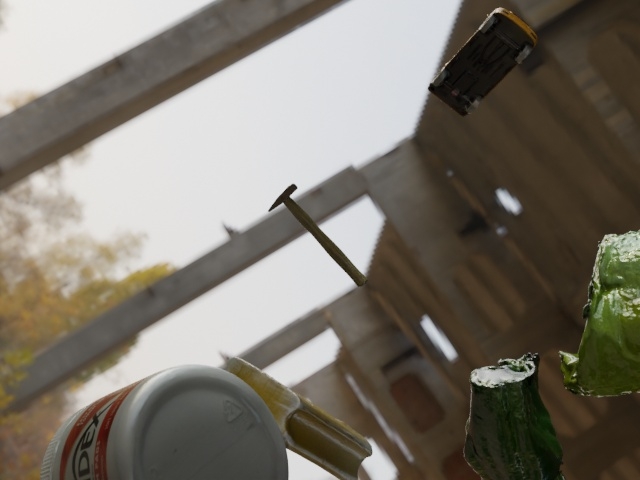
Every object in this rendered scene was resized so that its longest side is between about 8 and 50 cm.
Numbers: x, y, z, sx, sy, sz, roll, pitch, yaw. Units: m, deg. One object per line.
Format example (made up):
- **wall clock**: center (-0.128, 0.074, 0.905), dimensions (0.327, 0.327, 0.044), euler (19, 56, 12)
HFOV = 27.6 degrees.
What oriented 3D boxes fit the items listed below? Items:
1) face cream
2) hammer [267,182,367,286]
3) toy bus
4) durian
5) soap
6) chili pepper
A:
- **face cream**: center (-0.160, 0.241, 1.335), dimensions (0.187, 0.201, 0.201), euler (-27, -86, 50)
- **hammer**: center (0.000, 0.000, 2.093), dimensions (0.199, 0.062, 0.013), euler (48, -5, 0)
- **toy bus**: center (0.212, -0.235, 1.671), dimensions (0.069, 0.074, 0.162), euler (39, -46, -5)
- **durian**: center (0.521, 0.104, 2.005), dimensions (0.204, 0.339, 0.256), euler (11, 73, -66)
- **soap**: center (-0.044, 0.295, 2.121), dimensions (0.173, 0.089, 0.274), euler (29, -7, 35)
- **chili pepper**: center (0.322, 0.328, 2.227), dimensions (0.213, 0.167, 0.385), euler (-100, 175, -50)
